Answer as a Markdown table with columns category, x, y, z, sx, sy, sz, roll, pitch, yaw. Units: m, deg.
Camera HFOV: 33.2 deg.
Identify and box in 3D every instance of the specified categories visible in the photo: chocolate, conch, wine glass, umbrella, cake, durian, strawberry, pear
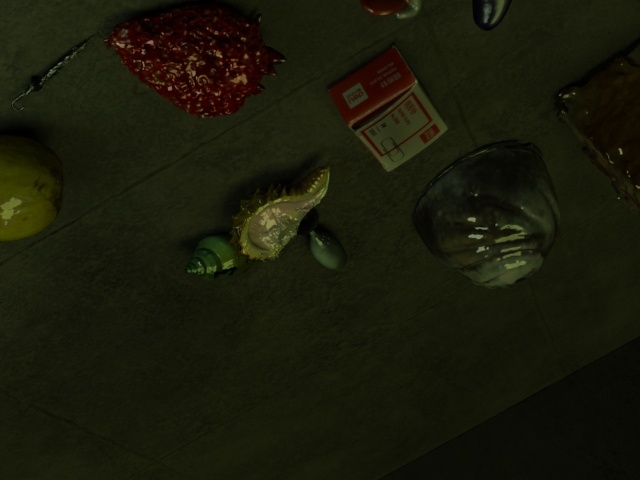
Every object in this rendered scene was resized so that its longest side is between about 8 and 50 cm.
| category | x | y | z | sx | sy | sz | roll | pitch | yaw |
| --- | --- | --- | --- | --- | --- | --- | --- | --- | --- |
| chocolate | 0.356 | -0.022 | 2.111 | 0.303 | 0.213 | 0.303 | -19 | 150 | -11 |
| conch | -0.170 | 0.031 | 1.913 | 0.095 | 0.079 | 0.201 | -23 | 165 | 32 |
| wine glass | 0.000 | 0.000 | 2.006 | 0.066 | 0.066 | 0.198 | -30 | 150 | 6 |
| umbrella | -0.354 | -0.222 | 1.408 | 0.149 | 0.022 | 0.022 | -42 | 125 | 12 |
| cake | 0.661 | -0.186 | 2.003 | 0.293 | 0.314 | 0.307 | -36 | 148 | 13 |
| durian | -0.073 | -0.062 | 1.841 | 0.224 | 0.078 | 0.140 | -43 | 136 | 7 |
| strawberry | -0.163 | -0.246 | 1.441 | 0.174 | 0.098 | 0.228 | -39 | 149 | 19 |
| pear | -0.427 | -0.069 | 1.460 | 0.162 | 0.148 | 0.148 | -8 | 146 | -22 |

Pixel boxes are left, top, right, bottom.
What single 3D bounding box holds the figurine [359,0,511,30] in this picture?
| category | x | y | z | sx | sy | sz | roll | pitch | yaw |
| --- | --- | --- | --- | --- | --- | --- | --- | --- | --- |
| figurine | 0.099 | -0.388 | 1.377 | 0.421 | 0.154 | 0.193 | -7 | 140 | -34 |

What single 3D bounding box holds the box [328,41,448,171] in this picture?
| category | x | y | z | sx | sy | sz | roll | pitch | yaw |
| --- | --- | --- | --- | --- | --- | --- | --- | --- | --- |
| box | 0.112 | -0.208 | 1.726 | 0.133 | 0.099 | 0.182 | -33 | 151 | 7 |
